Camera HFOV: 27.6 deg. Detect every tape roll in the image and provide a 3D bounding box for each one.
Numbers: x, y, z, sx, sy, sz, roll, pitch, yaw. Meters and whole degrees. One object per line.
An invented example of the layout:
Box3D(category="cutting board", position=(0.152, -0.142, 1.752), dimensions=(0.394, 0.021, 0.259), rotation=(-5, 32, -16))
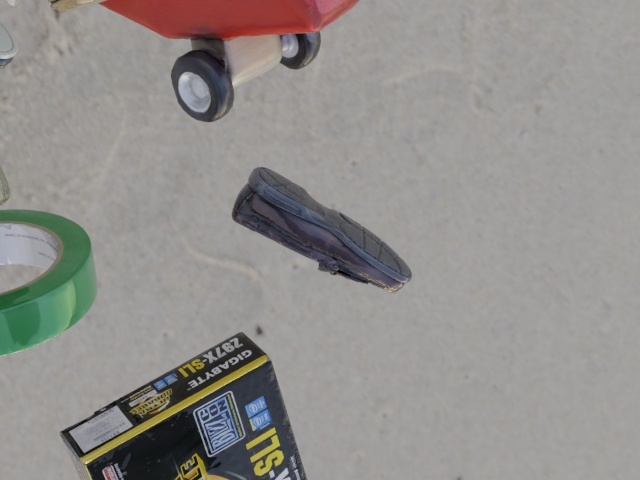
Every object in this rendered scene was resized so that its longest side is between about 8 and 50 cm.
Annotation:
Box3D(category="tape roll", position=(-0.494, 0.060, 1.925), dimensions=(0.321, 0.321, 0.077), rotation=(-14, 120, -19))

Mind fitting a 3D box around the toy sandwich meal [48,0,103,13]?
Box3D(category="toy sandwich meal", position=(-0.144, -0.178, 0.872), dimensions=(0.086, 0.085, 0.029), rotation=(-22, 101, -12))

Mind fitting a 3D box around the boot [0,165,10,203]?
Box3D(category="boot", position=(-0.524, -0.116, 1.823), dimensions=(0.077, 0.165, 0.213), rotation=(-38, 104, 8))

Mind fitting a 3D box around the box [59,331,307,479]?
Box3D(category="box", position=(-0.151, 0.304, 1.626), dimensions=(0.257, 0.079, 0.322), rotation=(-29, 128, -21))

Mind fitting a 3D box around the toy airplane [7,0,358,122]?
Box3D(category="toy airplane", position=(-0.176, -0.298, 1.096), dimensions=(0.385, 0.386, 0.272), rotation=(-2, 129, -8))

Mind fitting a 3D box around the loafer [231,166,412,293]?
Box3D(category="loafer", position=(0.000, 0.000, 2.048), dimensions=(0.303, 0.109, 0.095), rotation=(34, 110, -8))

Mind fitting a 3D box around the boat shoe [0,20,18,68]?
Box3D(category="boat shoe", position=(-0.538, -0.302, 1.855), dimensions=(0.095, 0.255, 0.079), rotation=(-29, 146, -61))
